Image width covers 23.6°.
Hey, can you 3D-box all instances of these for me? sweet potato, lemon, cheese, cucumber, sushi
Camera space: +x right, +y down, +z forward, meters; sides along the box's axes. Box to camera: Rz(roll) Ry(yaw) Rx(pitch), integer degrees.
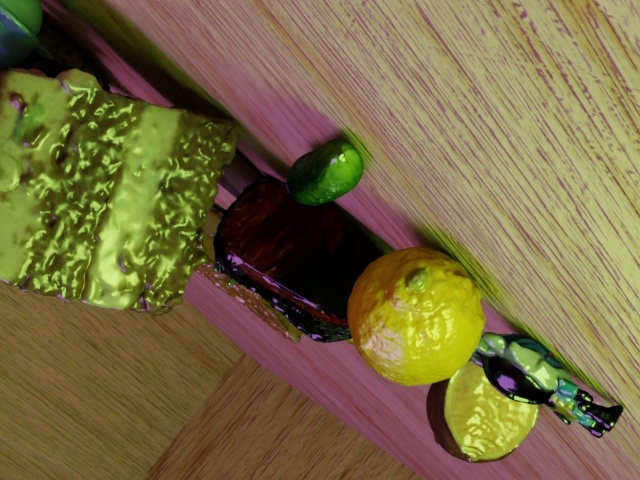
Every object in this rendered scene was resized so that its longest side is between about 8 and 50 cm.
[{"bbox_3d":[0.195,0.221,1.949,0.131,0.131,0.337,38,172,5],"label":"sweet potato"},{"bbox_3d":[0.098,0.076,1.565,0.142,0.142,0.187,36,164,17],"label":"lemon"},{"bbox_3d":[-0.085,-0.062,1.945,0.192,0.037,0.097,42,172,-25],"label":"cheese"},{"bbox_3d":[0.003,-0.065,1.526,0.056,0.056,0.250,40,170,-7],"label":"cucumber"},{"bbox_3d":[-0.015,0.025,1.787,0.225,0.136,0.126,32,168,1],"label":"sushi"}]

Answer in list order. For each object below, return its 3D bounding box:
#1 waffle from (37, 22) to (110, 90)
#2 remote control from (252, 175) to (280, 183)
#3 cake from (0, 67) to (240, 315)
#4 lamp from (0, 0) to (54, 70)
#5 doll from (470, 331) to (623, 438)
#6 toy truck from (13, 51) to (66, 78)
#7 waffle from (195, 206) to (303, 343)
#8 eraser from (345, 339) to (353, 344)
[{"bbox_3d":[-0.376,-0.256,2.080,0.208,0.054,0.214,31,170,14],"label":"waffle"},{"bbox_3d":[0.000,0.000,1.947,0.063,0.025,0.245,27,165,48],"label":"remote control"},{"bbox_3d":[-0.285,-0.062,1.790,0.290,0.256,0.282,18,178,-19],"label":"cake"},{"bbox_3d":[-0.441,-0.304,1.793,0.284,0.147,0.209,21,173,4],"label":"lamp"},{"bbox_3d":[0.225,0.146,1.632,0.195,0.070,0.096,31,155,4],"label":"doll"},{"bbox_3d":[-0.372,-0.170,2.001,0.127,0.127,0.257,36,175,25],"label":"toy truck"},{"bbox_3d":[-0.153,0.022,2.469,0.308,0.091,0.213,32,168,30],"label":"waffle"},{"bbox_3d":[0.028,0.058,1.889,0.122,0.097,0.045,42,168,-20],"label":"eraser"}]
